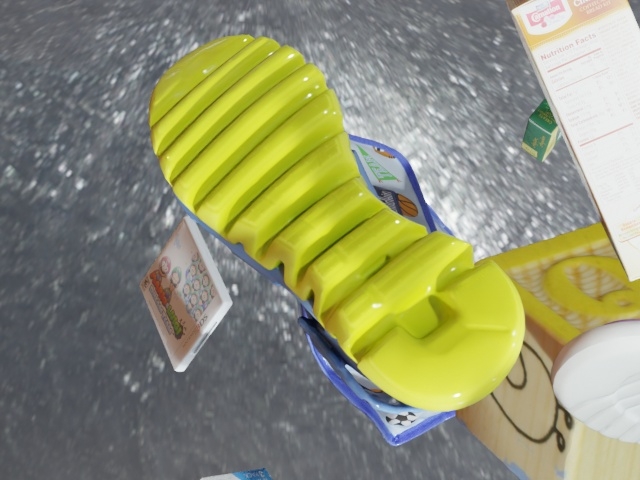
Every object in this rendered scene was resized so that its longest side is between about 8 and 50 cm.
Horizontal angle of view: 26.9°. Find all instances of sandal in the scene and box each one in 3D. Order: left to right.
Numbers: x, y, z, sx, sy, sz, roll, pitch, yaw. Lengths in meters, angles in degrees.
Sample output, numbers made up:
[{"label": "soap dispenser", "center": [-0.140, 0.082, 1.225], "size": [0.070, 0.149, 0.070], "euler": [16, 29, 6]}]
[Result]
[{"label": "sandal", "center": [0.000, 0.000, 0.846], "size": [0.126, 0.138, 0.317], "euler": [-33, 64, -9]}, {"label": "sandal", "center": [0.356, 0.114, 1.181], "size": [0.416, 0.102, 0.169], "euler": [15, 140, -34]}]

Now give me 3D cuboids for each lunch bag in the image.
[{"label": "lunch bag", "center": [0.074, 0.043, 1.907], "size": [0.239, 0.328, 0.385], "euler": [-31, 129, 16]}]

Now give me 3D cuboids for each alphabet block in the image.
[{"label": "alphabet block", "center": [0.268, 0.123, 1.337], "size": [0.193, 0.192, 0.197], "euler": [-17, 126, -28]}]

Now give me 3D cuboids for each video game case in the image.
[{"label": "video game case", "center": [-0.184, 0.072, 1.797], "size": [0.019, 0.157, 0.143], "euler": [6, 134, -39]}]

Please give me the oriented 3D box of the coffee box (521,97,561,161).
[{"label": "coffee box", "center": [0.337, -0.197, 1.767], "size": [0.040, 0.113, 0.184], "euler": [37, 78, 11]}]

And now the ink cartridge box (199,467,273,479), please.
[{"label": "ink cartridge box", "center": [-0.066, 0.350, 1.509], "size": [0.181, 0.104, 0.061], "euler": [52, 123, 30]}]

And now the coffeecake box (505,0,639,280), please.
[{"label": "coffeecake box", "center": [0.187, -0.086, 0.867], "size": [0.068, 0.142, 0.185], "euler": [-23, 101, 11]}]
